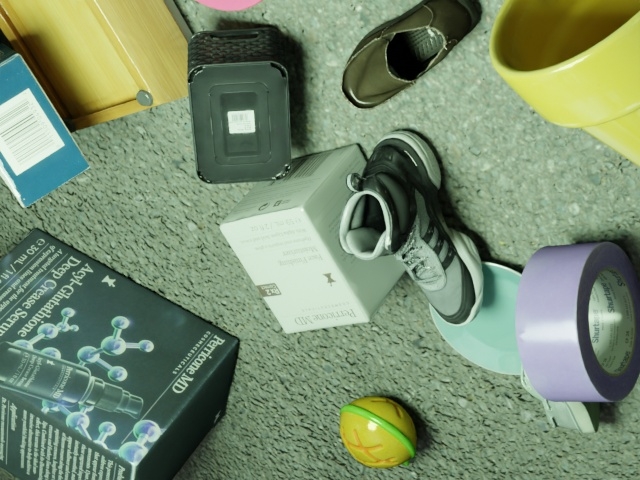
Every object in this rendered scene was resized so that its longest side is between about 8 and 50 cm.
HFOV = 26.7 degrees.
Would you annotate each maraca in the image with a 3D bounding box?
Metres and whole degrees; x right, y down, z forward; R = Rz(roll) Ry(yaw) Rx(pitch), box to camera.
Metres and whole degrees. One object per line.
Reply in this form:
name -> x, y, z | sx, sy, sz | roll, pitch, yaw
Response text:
maraca -> 0.085, 0.287, 1.983 | 0.127, 0.099, 0.185 | 32, 163, 15

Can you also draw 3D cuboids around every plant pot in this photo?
plant pot -> 0.335, -0.180, 1.319 | 0.239, 0.254, 0.254 | 42, 139, -25

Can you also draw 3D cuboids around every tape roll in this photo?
tape roll -> 0.310, 0.097, 1.595 | 0.080, 0.189, 0.189 | -5, 122, 38

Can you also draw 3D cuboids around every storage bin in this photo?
storage bin -> -0.101, -0.167, 1.694 | 0.122, 0.084, 0.180 | -3, 130, -2

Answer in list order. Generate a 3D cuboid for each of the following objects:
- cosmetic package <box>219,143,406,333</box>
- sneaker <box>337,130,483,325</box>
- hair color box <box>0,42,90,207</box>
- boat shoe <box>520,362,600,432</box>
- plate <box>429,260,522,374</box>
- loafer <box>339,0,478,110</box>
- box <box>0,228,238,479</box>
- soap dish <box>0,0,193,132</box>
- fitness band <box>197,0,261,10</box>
cosmetic package -> 0.000, 0.000, 1.752 | 0.151, 0.151, 0.183 | -12, 118, 41
sneaker -> 0.105, 0.010, 1.670 | 0.101, 0.153, 0.268 | -8, 112, 42
hair color box -> -0.426, -0.169, 1.808 | 0.174, 0.105, 0.347 | 61, 169, -21
boat shoe -> 0.296, 0.180, 1.719 | 0.081, 0.079, 0.227 | -5, 142, 24
plate -> 0.232, 0.098, 1.771 | 0.188, 0.024, 0.188 | 18, 133, 20
loafer -> 0.087, -0.214, 1.565 | 0.080, 0.078, 0.220 | 45, 137, -6
box -> -0.376, 0.216, 2.090 | 0.395, 0.293, 0.212 | 28, 137, 12
soap dish -> -0.303, -0.282, 1.748 | 0.229, 0.118, 0.291 | -11, 120, 40
fitness band -> -0.104, -0.396, 1.563 | 0.209, 0.054, 0.291 | 36, 136, 3
